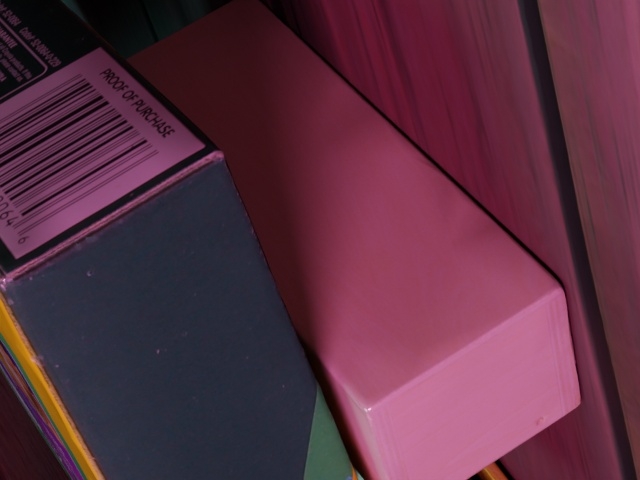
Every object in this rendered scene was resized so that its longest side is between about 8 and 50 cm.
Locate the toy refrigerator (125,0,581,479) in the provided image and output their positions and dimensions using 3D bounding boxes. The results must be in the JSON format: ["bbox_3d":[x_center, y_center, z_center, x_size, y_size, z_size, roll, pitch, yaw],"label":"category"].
[{"bbox_3d":[0.000,0.000,0.815,0.269,0.102,0.094,47,162,41],"label":"toy refrigerator"}]

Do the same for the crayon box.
[{"bbox_3d":[-0.112,0.028,0.834,0.363,0.106,0.313,43,161,50],"label":"crayon box"}]

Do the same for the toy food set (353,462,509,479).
[{"bbox_3d":[0.063,0.156,0.987,0.218,0.071,0.128,52,165,28],"label":"toy food set"}]
